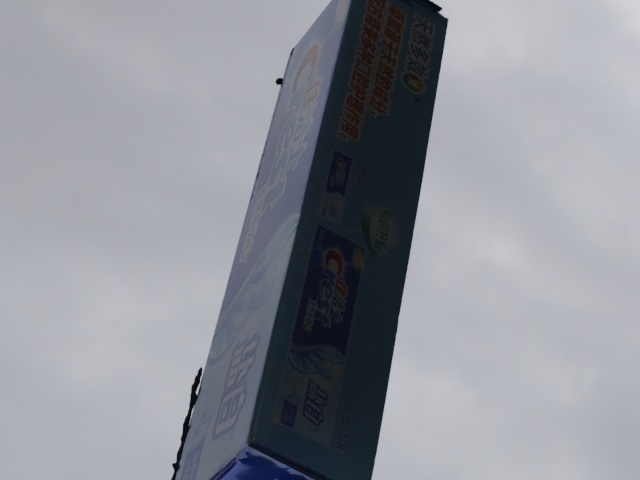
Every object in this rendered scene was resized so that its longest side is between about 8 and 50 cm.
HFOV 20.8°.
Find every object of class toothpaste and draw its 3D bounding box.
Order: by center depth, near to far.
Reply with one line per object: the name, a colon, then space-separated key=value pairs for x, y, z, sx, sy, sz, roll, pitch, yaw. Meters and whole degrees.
toothpaste: x=0.000 y=0.000 z=0.688 sx=0.053 sy=0.066 sz=0.272 roll=28 pitch=-137 yaw=-14
